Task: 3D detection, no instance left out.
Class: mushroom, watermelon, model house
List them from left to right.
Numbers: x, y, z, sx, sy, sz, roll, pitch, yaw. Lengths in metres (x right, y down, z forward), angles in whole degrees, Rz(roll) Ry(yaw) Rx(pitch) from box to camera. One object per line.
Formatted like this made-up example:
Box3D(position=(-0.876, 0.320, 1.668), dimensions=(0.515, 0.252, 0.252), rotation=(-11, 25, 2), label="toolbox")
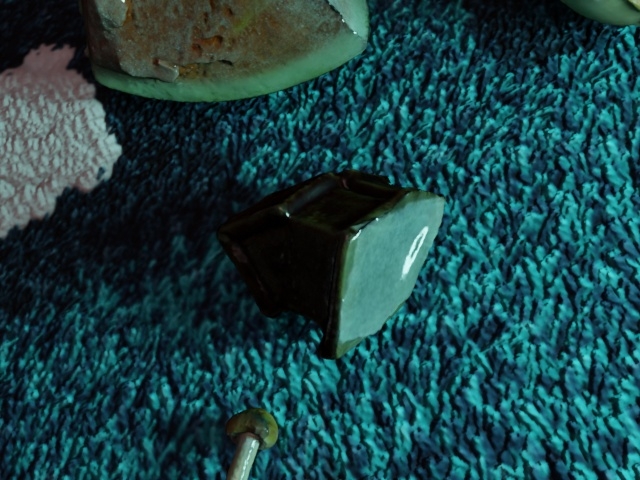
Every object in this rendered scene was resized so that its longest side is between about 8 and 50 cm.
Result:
Box3D(position=(-0.124, 0.266, 0.724), dimensions=(0.068, 0.043, 0.306), rotation=(24, 74, 43), label="mushroom")
Box3D(position=(-0.123, -0.299, 0.875), dimensions=(0.283, 0.293, 0.250), rotation=(-18, 34, 5), label="watermelon")
Box3D(position=(0.005, -0.003, 0.793), dimensions=(0.152, 0.106, 0.165), rotation=(22, 36, 33), label="model house")

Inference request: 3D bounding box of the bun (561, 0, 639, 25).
Box3D(position=(0.261, -0.332, 0.787), dimensions=(0.299, 0.299, 0.164), rotation=(-47, 39, -10), label="bun")
